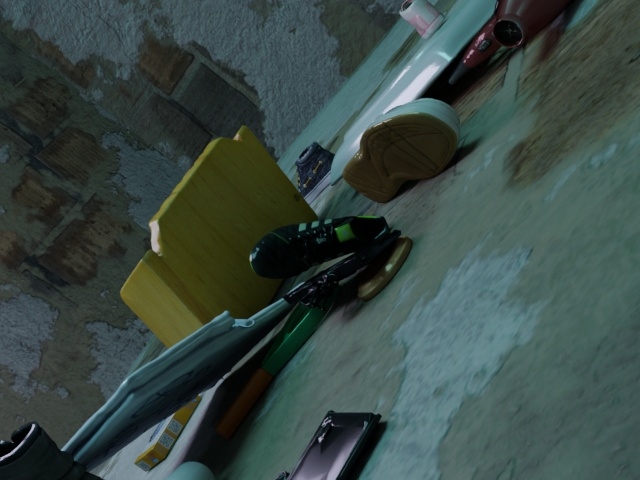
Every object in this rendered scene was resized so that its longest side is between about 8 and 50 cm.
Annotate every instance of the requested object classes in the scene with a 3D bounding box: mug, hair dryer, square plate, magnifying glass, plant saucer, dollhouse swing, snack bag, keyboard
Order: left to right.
[{"bbox_3d":[-0.183,0.180,1.119,0.343,0.037,0.323,-30,-12,-48],"label":"snack bag"},{"bbox_3d":[-0.144,0.268,0.916,0.078,0.062,0.064,-43,4,17],"label":"mug"},{"bbox_3d":[-0.222,0.044,1.518,0.305,0.315,0.346,-16,33,41],"label":"dollhouse swing"},{"bbox_3d":[-0.051,0.140,1.065,0.231,0.026,0.092,-52,9,-11],"label":"magnifying glass"},{"bbox_3d":[-0.021,0.207,0.654,0.180,0.023,0.108,-55,16,-24],"label":"keyboard"},{"bbox_3d":[0.019,0.047,0.977,0.100,0.038,0.192,-33,-1,-30],"label":"keyboard"},{"bbox_3d":[0.066,0.028,0.937,0.083,0.013,0.083,-50,8,10],"label":"plant saucer"},{"bbox_3d":[0.165,-0.276,1.402,0.347,0.049,0.344,-52,5,-41],"label":"square plate"},{"bbox_3d":[0.245,-0.270,1.077,0.223,0.080,0.293,-59,-3,16],"label":"hair dryer"}]

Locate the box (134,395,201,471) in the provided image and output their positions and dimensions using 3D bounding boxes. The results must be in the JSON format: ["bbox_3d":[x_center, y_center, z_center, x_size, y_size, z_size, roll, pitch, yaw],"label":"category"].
[{"bbox_3d":[-0.236,0.294,1.382,0.081,0.028,0.136,-43,11,47],"label":"box"}]

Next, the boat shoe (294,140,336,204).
[{"bbox_3d":[-0.026,-0.135,1.810,0.183,0.083,0.065,-43,13,47],"label":"boat shoe"}]

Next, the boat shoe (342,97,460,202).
[{"bbox_3d":[0.105,-0.129,1.082,0.096,0.098,0.277,-56,8,-17],"label":"boat shoe"}]

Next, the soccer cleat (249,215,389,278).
[{"bbox_3d":[0.000,0.000,1.023,0.179,0.060,0.072,-16,-5,-34],"label":"soccer cleat"}]

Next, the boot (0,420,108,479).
[{"bbox_3d":[-0.334,0.343,1.043,0.338,0.223,0.118,-46,11,32],"label":"boot"}]

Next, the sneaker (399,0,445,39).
[{"bbox_3d":[0.171,-0.382,1.483,0.051,0.070,0.134,-50,3,11],"label":"sneaker"}]
